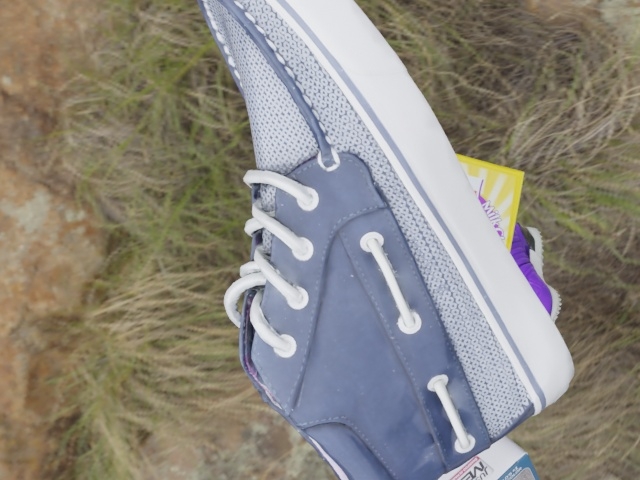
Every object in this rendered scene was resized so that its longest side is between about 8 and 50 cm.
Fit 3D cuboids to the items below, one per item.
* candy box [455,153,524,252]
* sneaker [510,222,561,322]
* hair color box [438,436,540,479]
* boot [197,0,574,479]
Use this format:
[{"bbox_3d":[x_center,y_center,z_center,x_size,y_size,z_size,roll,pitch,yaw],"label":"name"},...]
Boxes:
[{"bbox_3d":[0.126,0.020,1.039,0.105,0.027,0.205,14,78,-12],"label":"candy box"},{"bbox_3d":[0.296,0.058,1.807,0.146,0.293,0.102,25,121,-16],"label":"sneaker"},{"bbox_3d":[0.144,0.305,1.635,0.347,0.174,0.105,36,161,48],"label":"hair color box"},{"bbox_3d":[0.000,0.000,0.339,0.086,0.069,0.190,-38,105,-10],"label":"boot"}]
